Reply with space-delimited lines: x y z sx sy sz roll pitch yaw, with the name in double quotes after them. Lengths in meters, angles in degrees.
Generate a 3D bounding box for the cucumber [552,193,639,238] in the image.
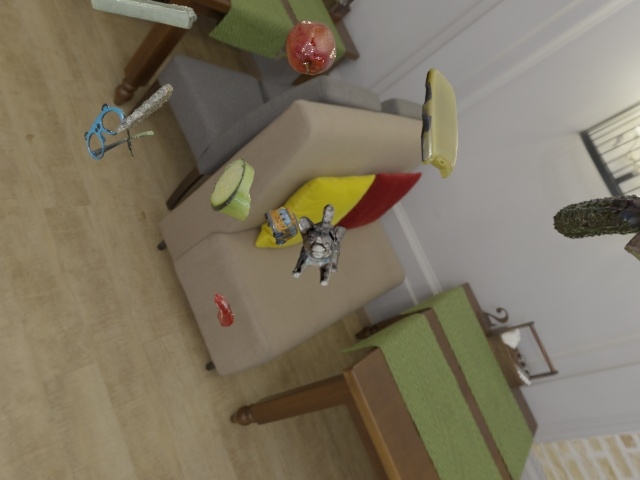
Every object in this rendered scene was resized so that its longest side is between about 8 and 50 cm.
0.642 -0.051 0.974 0.096 0.096 0.359 65 11 5 "cucumber"

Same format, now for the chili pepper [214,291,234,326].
-0.305 0.231 1.361 0.050 0.268 0.059 27 59 12 "chili pepper"

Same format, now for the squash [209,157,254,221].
-0.299 -0.186 1.551 0.133 0.220 0.220 24 50 -30 "squash"

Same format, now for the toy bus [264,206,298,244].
-0.173 -0.074 1.971 0.209 0.136 0.126 84 -19 -72 "toy bus"

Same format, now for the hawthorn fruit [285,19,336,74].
-0.039 -0.681 1.539 0.196 0.196 0.225 33 46 -32 "hawthorn fruit"

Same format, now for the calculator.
0.270 -0.268 0.946 0.157 0.033 0.236 13 77 -50 "calculator"

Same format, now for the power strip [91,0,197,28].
-0.484 -0.632 1.153 0.286 0.048 0.080 8 33 -10 "power strip"

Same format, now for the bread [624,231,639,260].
0.496 -0.004 0.530 0.077 0.138 0.361 51 22 16 "bread"

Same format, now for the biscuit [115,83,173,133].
-0.584 -0.454 1.445 0.032 0.250 0.133 52 16 -17 "biscuit"

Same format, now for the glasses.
-0.741 -0.381 1.579 0.207 0.239 0.102 16 43 -43 "glasses"

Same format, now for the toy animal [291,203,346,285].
0.000 0.000 1.767 0.344 0.194 0.302 -60 161 -81 "toy animal"
